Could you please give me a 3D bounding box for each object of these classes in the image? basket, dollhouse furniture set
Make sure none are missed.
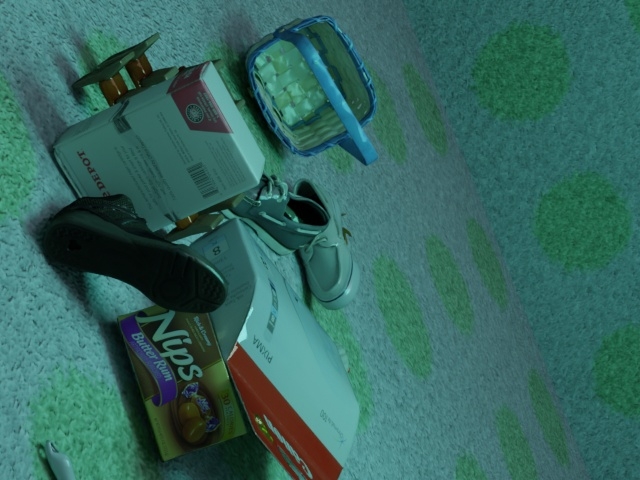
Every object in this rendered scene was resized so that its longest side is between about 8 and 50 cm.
[{"bbox_3d":[-0.008,-0.262,2.431,0.254,0.201,0.289,60,-11,-21],"label":"basket"},{"bbox_3d":[-0.221,-0.155,1.961,0.262,0.135,0.259,62,31,-17],"label":"dollhouse furniture set"}]

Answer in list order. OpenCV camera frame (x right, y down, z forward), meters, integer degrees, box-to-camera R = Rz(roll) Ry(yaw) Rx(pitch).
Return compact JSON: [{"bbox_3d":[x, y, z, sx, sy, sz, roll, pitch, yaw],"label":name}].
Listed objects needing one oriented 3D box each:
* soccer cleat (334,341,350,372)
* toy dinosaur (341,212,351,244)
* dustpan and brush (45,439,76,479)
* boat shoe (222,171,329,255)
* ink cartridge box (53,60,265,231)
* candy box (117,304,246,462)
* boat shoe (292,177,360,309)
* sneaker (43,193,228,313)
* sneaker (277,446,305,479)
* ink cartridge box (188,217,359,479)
[{"bbox_3d":[0.001,0.217,2.201,0.076,0.068,0.196,54,26,-28],"label":"soccer cleat"},{"bbox_3d":[0.023,0.002,2.529,0.112,0.064,0.211,89,-1,-54],"label":"toy dinosaur"},{"bbox_3d":[-0.236,0.305,1.490,0.147,0.060,0.211,-66,139,-79],"label":"dustpan and brush"},{"bbox_3d":[-0.091,-0.079,2.213,0.319,0.099,0.116,42,32,-52],"label":"boat shoe"},{"bbox_3d":[-0.202,-0.108,1.759,0.158,0.218,0.092,61,15,-20],"label":"ink cartridge box"},{"bbox_3d":[-0.171,0.167,1.704,0.053,0.109,0.186,131,-58,-76],"label":"candy box"},{"bbox_3d":[0.000,0.000,2.387,0.088,0.096,0.267,44,29,-42],"label":"boat shoe"},{"bbox_3d":[-0.215,0.008,1.687,0.228,0.087,0.130,20,25,-7],"label":"sneaker"},{"bbox_3d":[-0.035,0.281,2.018,0.170,0.071,0.068,53,24,-36],"label":"sneaker"},{"bbox_3d":[-0.031,0.189,1.846,0.308,0.091,0.385,55,6,-39],"label":"ink cartridge box"}]
